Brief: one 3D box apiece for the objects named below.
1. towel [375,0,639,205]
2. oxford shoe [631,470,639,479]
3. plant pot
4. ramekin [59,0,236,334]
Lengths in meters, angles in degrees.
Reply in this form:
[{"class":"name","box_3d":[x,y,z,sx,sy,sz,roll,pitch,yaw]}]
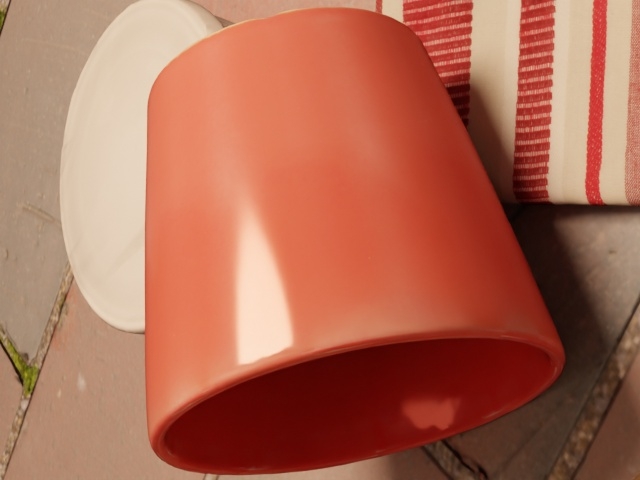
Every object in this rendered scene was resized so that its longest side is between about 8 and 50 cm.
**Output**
[{"class":"towel","box_3d":[0.145,-0.142,1.051,0.329,0.037,0.237,4,91,55]},{"class":"oxford shoe","box_3d":[0.182,0.215,0.936,0.096,0.082,0.227,-93,26,-54]},{"class":"plant pot","box_3d":[0.000,0.000,1.026,0.275,0.275,0.243,-37,58,45]},{"class":"ramekin","box_3d":[-0.098,-0.056,1.288,0.273,0.127,0.273,-11,77,52]}]
